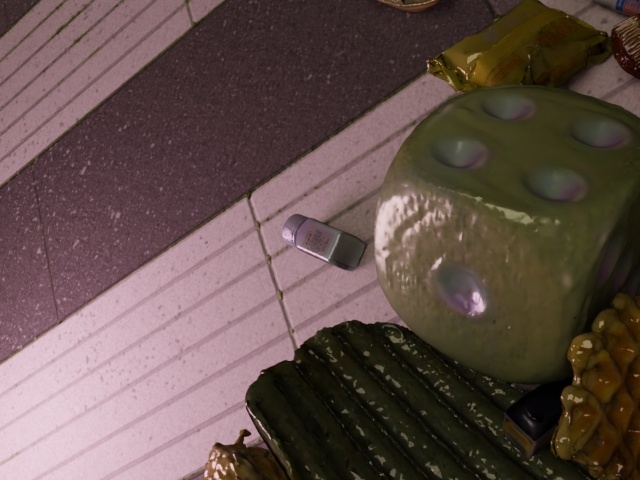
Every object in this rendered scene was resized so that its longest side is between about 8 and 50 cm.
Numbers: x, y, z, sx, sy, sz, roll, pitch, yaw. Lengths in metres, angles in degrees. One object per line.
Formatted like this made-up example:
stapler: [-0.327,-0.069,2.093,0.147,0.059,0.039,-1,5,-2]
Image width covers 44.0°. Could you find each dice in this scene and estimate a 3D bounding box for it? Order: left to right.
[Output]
dice: [0.222,-0.011,0.891,0.252,0.250,0.254,27,138,32]

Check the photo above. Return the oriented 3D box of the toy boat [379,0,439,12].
toy boat: [0.129,-0.398,1.242,0.172,0.066,0.065,23,87,36]

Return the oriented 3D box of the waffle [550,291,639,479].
waffle: [0.325,0.184,0.821,0.051,0.291,0.291,4,79,46]

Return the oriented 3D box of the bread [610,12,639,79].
bread: [0.401,-0.240,1.002,0.053,0.085,0.085,-32,61,28]

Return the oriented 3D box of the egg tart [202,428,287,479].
egg tart: [0.001,0.391,0.969,0.169,0.388,0.388,-30,55,-16]

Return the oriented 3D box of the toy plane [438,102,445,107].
toy plane: [0.197,-0.078,1.100,0.169,0.078,0.246,4,85,35]

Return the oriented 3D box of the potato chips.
potato chips: [0.123,0.238,0.918,0.429,0.358,0.070,41,133,31]

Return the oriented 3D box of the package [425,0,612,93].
package: [0.269,-0.244,1.061,0.226,0.090,0.168,-35,56,-15]

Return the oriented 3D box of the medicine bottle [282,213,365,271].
medicine bottle: [0.000,0.000,1.210,0.118,0.074,0.055,24,91,36]

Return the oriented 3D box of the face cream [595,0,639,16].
face cream: [0.411,-0.313,1.044,0.130,0.034,0.034,35,97,37]

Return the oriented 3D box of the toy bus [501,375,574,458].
toy bus: [0.287,0.181,0.918,0.172,0.072,0.057,-27,52,-25]
